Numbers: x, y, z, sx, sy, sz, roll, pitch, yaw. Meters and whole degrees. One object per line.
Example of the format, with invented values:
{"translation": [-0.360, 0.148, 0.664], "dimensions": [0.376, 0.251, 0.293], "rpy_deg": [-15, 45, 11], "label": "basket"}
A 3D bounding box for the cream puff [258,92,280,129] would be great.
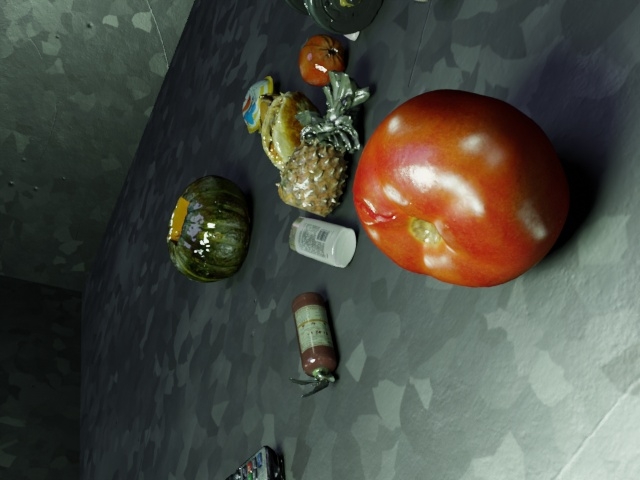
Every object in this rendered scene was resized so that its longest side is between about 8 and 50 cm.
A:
{"translation": [-0.111, -0.333, 1.847], "dimensions": [0.119, 0.104, 0.133], "rpy_deg": [102, 147, -46], "label": "cream puff"}

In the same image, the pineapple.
{"translation": [0.006, -0.215, 1.516], "dimensions": [0.170, 0.141, 0.310], "rpy_deg": [20, 90, 26], "label": "pineapple"}

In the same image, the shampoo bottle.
{"translation": [0.000, 0.000, 1.510], "dimensions": [0.227, 0.055, 0.086], "rpy_deg": [15, 91, 63], "label": "shampoo bottle"}

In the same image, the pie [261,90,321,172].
{"translation": [-0.052, -0.248, 1.629], "dimensions": [0.084, 0.178, 0.205], "rpy_deg": [-6, 70, 43], "label": "pie"}

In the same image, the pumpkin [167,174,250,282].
{"translation": [-0.322, -0.034, 1.991], "dimensions": [0.320, 0.192, 0.321], "rpy_deg": [-39, 41, 46], "label": "pumpkin"}

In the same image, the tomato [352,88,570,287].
{"translation": [0.201, -0.073, 0.962], "dimensions": [0.226, 0.299, 0.298], "rpy_deg": [-50, 14, -30], "label": "tomato"}

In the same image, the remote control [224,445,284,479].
{"translation": [-0.188, 0.596, 1.541], "dimensions": [0.399, 0.062, 0.145], "rpy_deg": [-48, 38, 38], "label": "remote control"}

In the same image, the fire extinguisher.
{"translation": [-0.023, 0.213, 1.395], "dimensions": [0.071, 0.099, 0.231], "rpy_deg": [103, 163, -45], "label": "fire extinguisher"}

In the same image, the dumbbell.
{"translation": [0.018, -0.612, 1.669], "dimensions": [0.185, 0.185, 0.388], "rpy_deg": [-64, 29, 19], "label": "dumbbell"}

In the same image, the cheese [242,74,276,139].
{"translation": [-0.170, -0.383, 2.024], "dimensions": [0.177, 0.069, 0.270], "rpy_deg": [-61, 30, 25], "label": "cheese"}

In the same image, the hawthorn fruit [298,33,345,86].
{"translation": [0.002, -0.431, 1.681], "dimensions": [0.128, 0.128, 0.128], "rpy_deg": [-38, 44, 49], "label": "hawthorn fruit"}

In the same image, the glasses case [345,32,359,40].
{"translation": [0.073, -0.507, 1.683], "dimensions": [0.032, 0.021, 0.083], "rpy_deg": [-67, 28, 18], "label": "glasses case"}
